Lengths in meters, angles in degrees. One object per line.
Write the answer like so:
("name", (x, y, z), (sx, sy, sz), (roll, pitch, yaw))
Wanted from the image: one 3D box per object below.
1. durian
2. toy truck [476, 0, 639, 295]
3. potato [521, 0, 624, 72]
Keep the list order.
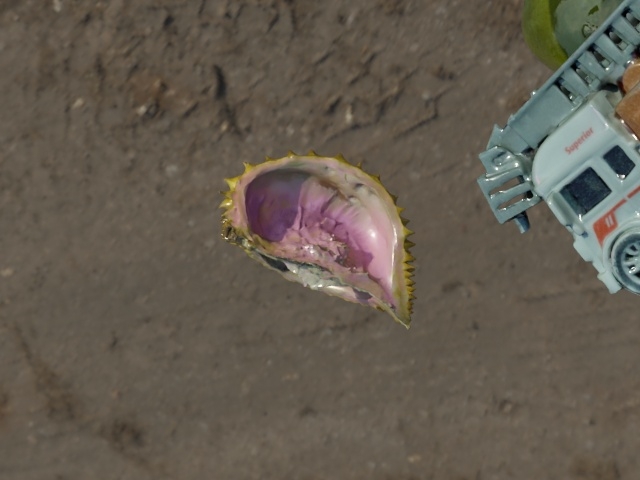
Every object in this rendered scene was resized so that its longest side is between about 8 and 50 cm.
("durian", (0.002, -0.001, 1.219), (0.182, 0.132, 0.165), (0, 117, 7))
("toy truck", (0.264, -0.100, 0.898), (0.184, 0.133, 0.338), (48, 130, 2))
("potato", (0.289, -0.219, 1.064), (0.148, 0.186, 0.253), (18, 153, -40))
